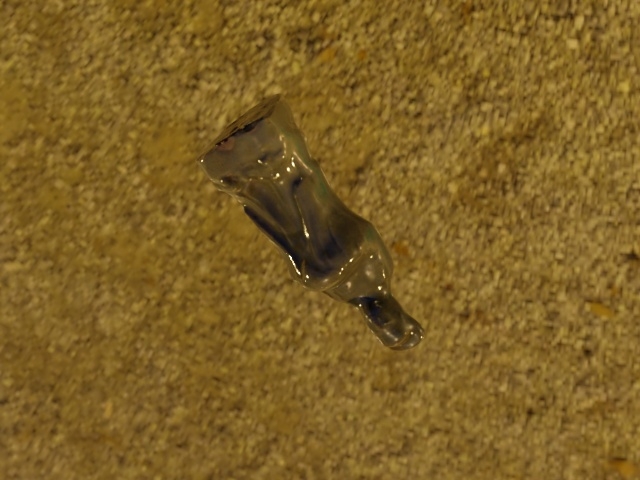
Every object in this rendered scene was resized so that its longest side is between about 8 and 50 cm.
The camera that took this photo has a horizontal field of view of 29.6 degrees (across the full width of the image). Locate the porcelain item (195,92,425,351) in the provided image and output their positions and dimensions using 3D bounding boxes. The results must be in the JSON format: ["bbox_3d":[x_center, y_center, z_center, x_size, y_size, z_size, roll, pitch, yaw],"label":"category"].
[{"bbox_3d":[0.000,0.000,0.900,0.081,0.069,0.215,-31,103,27],"label":"porcelain item"}]
